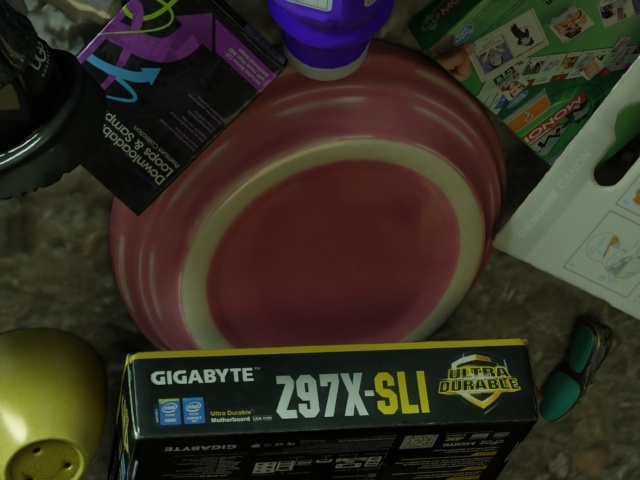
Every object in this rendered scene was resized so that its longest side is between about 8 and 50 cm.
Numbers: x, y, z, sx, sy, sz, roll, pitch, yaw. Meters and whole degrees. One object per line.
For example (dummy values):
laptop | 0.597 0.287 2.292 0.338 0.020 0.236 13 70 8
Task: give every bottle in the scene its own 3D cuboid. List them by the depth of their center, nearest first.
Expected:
bottle | 0.011 -0.207 1.185 0.092 0.118 0.283 15 155 4

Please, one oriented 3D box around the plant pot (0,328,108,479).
plant pot | -0.231 0.153 1.432 0.134 0.095 0.134 -11 130 -13

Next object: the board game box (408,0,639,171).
board game box | 0.252 -0.205 1.366 0.317 0.046 0.213 -41 130 13

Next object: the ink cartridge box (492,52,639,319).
ink cartridge box | 0.367 -0.059 1.485 0.385 0.091 0.308 24 116 -27

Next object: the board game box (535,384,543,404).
board game box | 0.078 0.231 1.654 0.145 0.027 0.281 16 119 -28

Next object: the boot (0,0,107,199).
boot | -0.337 -0.114 1.117 0.348 0.131 0.260 -21 137 19

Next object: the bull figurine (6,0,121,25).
bull figurine | -0.132 -0.260 1.140 0.310 0.101 0.188 -27 132 7

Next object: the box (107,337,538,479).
box | -0.008 0.169 1.455 0.322 0.079 0.257 -2 154 -11

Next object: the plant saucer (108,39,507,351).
plant saucer | 0.000 0.000 1.408 0.332 0.084 0.332 -10 129 -13

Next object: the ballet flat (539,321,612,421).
ballet flat | 0.240 0.122 1.624 0.041 0.041 0.114 6 125 -25

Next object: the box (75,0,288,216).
box | -0.120 -0.111 1.281 0.116 0.029 0.162 42 108 -11
